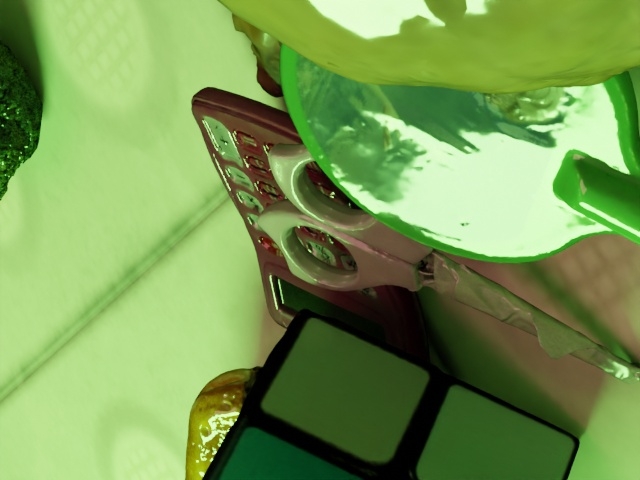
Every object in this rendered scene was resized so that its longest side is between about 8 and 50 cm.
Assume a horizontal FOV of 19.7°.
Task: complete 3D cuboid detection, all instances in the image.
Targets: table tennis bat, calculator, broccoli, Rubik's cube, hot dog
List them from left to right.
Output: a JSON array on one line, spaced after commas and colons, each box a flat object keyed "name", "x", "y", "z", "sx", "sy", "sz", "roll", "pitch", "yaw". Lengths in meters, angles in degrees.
[{"name": "broccoli", "x": -0.256, "y": -0.079, "z": 1.235, "sx": 0.162, "sy": 0.138, "sz": 0.146, "roll": 116, "pitch": 154, "yaw": -63}, {"name": "hot dog", "x": -0.035, "y": 0.173, "z": 1.159, "sx": 0.100, "sy": 0.068, "sz": 0.249, "roll": 27, "pitch": 136, "yaw": 21}, {"name": "calculator", "x": 0.000, "y": 0.000, "z": 1.011, "sx": 0.126, "sy": 0.034, "sz": 0.190, "roll": 26, "pitch": 147, "yaw": 43}, {"name": "Rubik's cube", "x": 0.013, "y": 0.174, "z": 0.957, "sx": 0.167, "sy": 0.180, "sz": 0.183, "roll": 24, "pitch": 138, "yaw": 5}, {"name": "table tennis bat", "x": 0.097, "y": -0.037, "z": 0.797, "sx": 0.257, "sy": 0.039, "sz": 0.160, "roll": 27, "pitch": 135, "yaw": 7}]

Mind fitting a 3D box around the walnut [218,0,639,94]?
[{"name": "walnut", "x": 0.066, "y": -0.220, "z": 0.535, "sx": 0.381, "sy": 0.381, "sz": 0.381, "roll": 30, "pitch": 133, "yaw": 38}]

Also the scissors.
[{"name": "scissors", "x": 0.063, "y": 0.020, "z": 0.916, "sx": 0.212, "sy": 0.021, "sz": 0.110, "roll": 30, "pitch": 144, "yaw": 11}]

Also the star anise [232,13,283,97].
[{"name": "star anise", "x": 0.011, "y": -0.181, "z": 0.842, "sx": 0.292, "sy": 0.109, "sz": 0.349, "roll": 37, "pitch": 138, "yaw": 21}]
